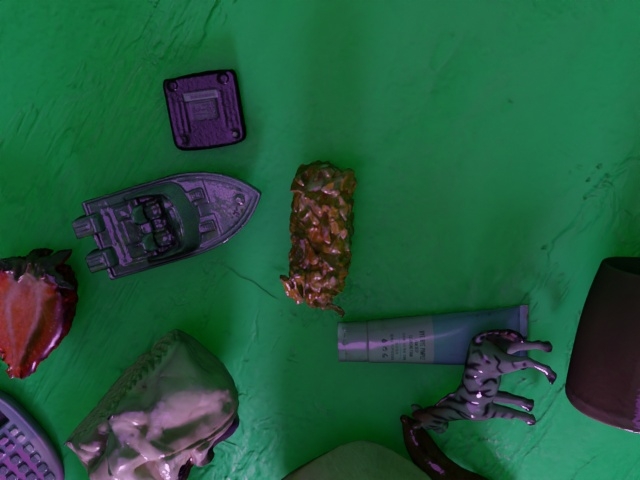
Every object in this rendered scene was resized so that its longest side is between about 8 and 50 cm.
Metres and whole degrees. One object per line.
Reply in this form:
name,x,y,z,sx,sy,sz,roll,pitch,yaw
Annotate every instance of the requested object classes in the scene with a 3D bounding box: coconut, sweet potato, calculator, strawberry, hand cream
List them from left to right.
calculator,-0.602,0.376,1.688,0.185,0.041,0.299,-41,96,16
strawberry,-0.485,0.126,1.579,0.174,0.098,0.228,1,107,11
coconut,0.057,0.505,1.474,0.353,0.352,0.352,2,104,9
hand cream,0.185,0.159,1.498,0.312,0.070,0.111,-1,102,2
sweet potato,0.218,0.392,1.539,0.249,0.069,0.059,38,147,-1

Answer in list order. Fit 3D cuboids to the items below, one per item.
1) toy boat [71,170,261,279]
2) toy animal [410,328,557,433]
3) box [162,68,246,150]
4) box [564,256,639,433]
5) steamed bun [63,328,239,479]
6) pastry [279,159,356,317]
toy boat,-0.246,-0.036,1.498,0.320,0.092,0.141,-16,102,12
toy animal,0.275,0.249,1.467,0.170,0.090,0.255,26,116,-12
box,-0.188,-0.211,1.479,0.126,0.027,0.125,-7,103,12
box,0.506,0.147,1.315,0.301,0.301,0.216,6,100,8
steamed bun,-0.259,0.304,1.509,0.206,0.275,0.320,43,143,-14
pastry,0.000,0.000,1.433,0.102,0.154,0.250,6,102,7
